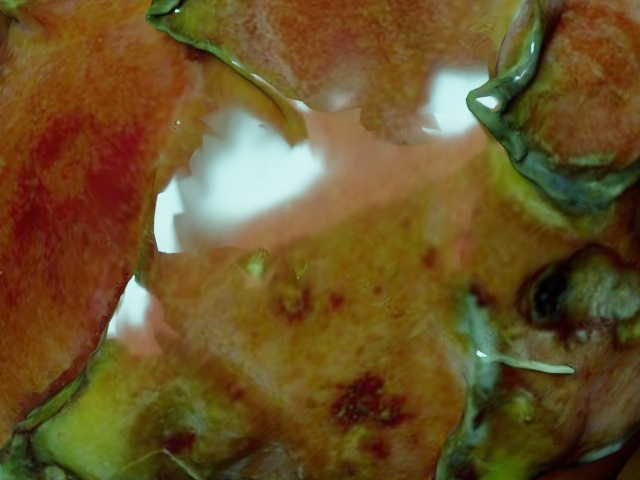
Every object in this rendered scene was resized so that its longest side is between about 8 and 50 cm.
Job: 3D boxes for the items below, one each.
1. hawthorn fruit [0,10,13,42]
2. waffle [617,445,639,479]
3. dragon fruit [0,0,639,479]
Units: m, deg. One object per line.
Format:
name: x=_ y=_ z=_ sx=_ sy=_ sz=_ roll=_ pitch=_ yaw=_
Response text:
hawthorn fruit: x=-0.238 y=-0.078 z=0.601 sx=0.284 sy=0.284 sz=0.284 roll=0 pitch=91 yaw=9
waffle: x=0.126 y=0.037 z=0.644 sx=0.317 sy=0.073 sz=0.297 roll=23 pitch=96 yaw=10
dragon fruit: x=-0.002 y=0.003 z=0.508 sx=0.250 sy=0.250 sz=0.315 roll=34 pitch=115 yaw=7
